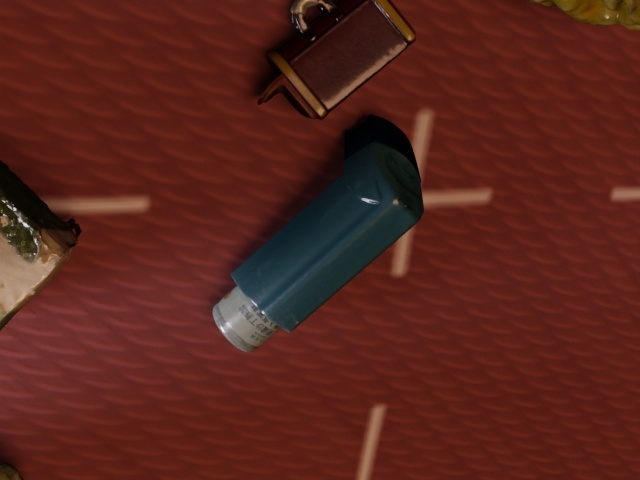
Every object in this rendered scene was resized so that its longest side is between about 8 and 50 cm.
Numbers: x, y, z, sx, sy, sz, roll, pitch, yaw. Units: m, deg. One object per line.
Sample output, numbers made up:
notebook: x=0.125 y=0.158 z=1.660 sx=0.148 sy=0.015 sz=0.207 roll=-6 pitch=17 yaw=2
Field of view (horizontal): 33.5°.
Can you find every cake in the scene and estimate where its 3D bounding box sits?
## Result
cake: x=-0.335 y=-0.027 z=0.845 sx=0.158 sy=0.172 sz=0.283 roll=-45 pitch=122 yaw=-2

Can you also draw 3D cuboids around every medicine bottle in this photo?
medicine bottle: x=0.000 y=0.000 z=1.055 sx=0.258 sy=0.124 sz=0.079 roll=-43 pitch=127 yaw=13

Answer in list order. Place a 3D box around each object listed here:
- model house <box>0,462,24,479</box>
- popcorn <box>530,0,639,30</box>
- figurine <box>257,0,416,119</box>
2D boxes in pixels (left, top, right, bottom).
model house: x=-0.428 y=0.356 z=0.975 sx=0.266 sy=0.261 sz=0.321 roll=0 pitch=98 yaw=3
popcorn: x=0.274 y=-0.291 z=0.962 sx=0.251 sy=0.237 sz=0.206 roll=-25 pitch=146 yaw=-60
figurine: x=0.000 y=-0.178 z=0.985 sx=0.154 sy=0.082 sz=0.098 roll=-38 pitch=110 yaw=-3
